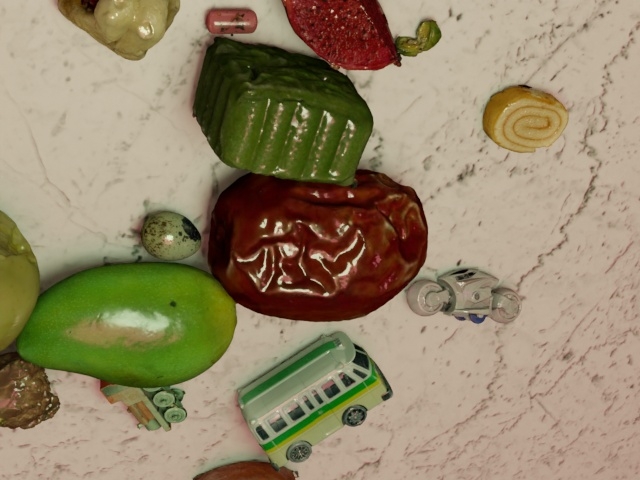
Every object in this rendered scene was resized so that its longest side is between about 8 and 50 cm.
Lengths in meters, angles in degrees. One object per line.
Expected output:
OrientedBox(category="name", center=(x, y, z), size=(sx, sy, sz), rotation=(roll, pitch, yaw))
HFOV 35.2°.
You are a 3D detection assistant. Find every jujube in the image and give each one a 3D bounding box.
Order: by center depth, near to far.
OrientedBox(category="jujube", center=(0.001, 0.002, 1.736), size=(0.377, 0.276, 0.276), rotation=(3, 116, -19))

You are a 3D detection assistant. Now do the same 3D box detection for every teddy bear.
OrientedBox(category="teddy bear", center=(-0.627, 0.254, 1.714), size=(0.296, 0.222, 0.246), rotation=(15, 127, 21))

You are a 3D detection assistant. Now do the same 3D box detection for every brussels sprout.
OrientedBox(category="brussels sprout", center=(0.168, -0.345, 1.737), size=(0.083, 0.046, 0.051), rotation=(-27, 127, 7))

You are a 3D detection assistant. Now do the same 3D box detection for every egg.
OrientedBox(category="egg", center=(-0.255, -0.006, 1.733), size=(0.110, 0.085, 0.085), rotation=(15, 111, -28))

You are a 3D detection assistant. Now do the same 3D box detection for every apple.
OrientedBox(category="apple", center=(-0.567, 0.055, 1.551), size=(0.279, 0.279, 0.279), rotation=(-9, 119, -16))

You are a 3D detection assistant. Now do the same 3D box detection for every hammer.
OrientedBox(category="hammer", center=(-0.142, -0.350, 1.618), size=(0.083, 0.043, 0.043), rotation=(-6, 119, -18))

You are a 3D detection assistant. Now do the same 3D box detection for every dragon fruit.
OrientedBox(category="dragon fruit", center=(0.022, -0.386, 1.619), size=(0.126, 0.161, 0.274), rotation=(-21, 131, 22))

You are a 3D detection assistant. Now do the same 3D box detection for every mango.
OrientedBox(category="mango", center=(-0.324, 0.148, 1.717), size=(0.382, 0.201, 0.225), rotation=(-4, 134, -28))

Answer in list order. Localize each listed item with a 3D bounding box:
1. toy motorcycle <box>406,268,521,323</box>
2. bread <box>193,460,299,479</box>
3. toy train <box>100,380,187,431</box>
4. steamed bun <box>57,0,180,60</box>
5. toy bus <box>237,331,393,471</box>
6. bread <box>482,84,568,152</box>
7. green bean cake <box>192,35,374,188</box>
OrientedBox(category="toy motorcycle", center=(0.288, 0.108, 2.000), size=(0.254, 0.112, 0.112), rotation=(8, 114, -24))
OrientedBox(category="bread", center=(-0.144, 0.534, 2.044), size=(0.244, 0.123, 0.190), rotation=(-12, 119, -15))
OrientedBox(category="toy train", center=(-0.325, 0.291, 1.882), size=(0.118, 0.074, 0.176), rotation=(-23, 128, 4))
OrientedBox(category="steamed bun", center=(-0.291, -0.341, 1.499), size=(0.172, 0.155, 0.141), rotation=(28, 104, -31))
OrientedBox(category="toy bus", center=(-0.017, 0.300, 1.956), size=(0.276, 0.133, 0.164), rotation=(-34, 123, -1))
OrientedBox(category="bread", center=(0.373, -0.221, 1.862), size=(0.149, 0.073, 0.122), rotation=(9, 119, -22))
OrientedBox(category="green bean cake", center=(-0.061, -0.206, 1.599), size=(0.247, 0.250, 0.156), rotation=(9, 114, -24))
